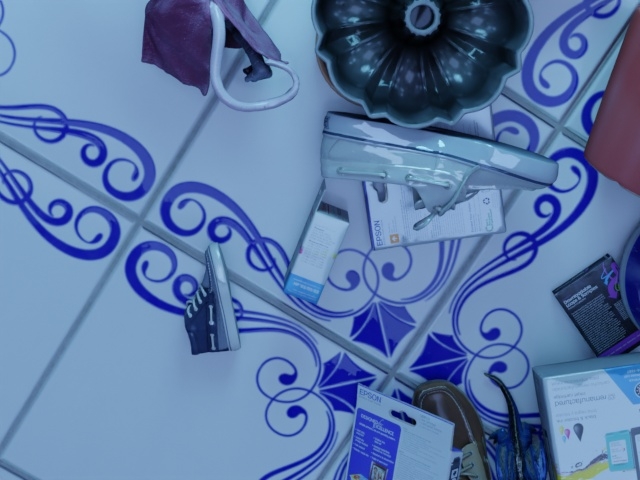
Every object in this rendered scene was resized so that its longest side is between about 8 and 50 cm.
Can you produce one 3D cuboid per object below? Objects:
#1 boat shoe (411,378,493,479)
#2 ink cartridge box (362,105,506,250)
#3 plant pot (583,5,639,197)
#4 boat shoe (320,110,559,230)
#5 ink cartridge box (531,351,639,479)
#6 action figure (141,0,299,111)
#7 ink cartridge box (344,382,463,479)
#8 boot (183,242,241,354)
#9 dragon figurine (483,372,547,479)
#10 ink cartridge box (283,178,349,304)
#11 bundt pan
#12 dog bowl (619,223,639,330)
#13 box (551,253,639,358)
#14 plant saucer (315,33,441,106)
[{"bbox_3d":[0.238,0.390,1.919,0.123,0.116,0.324,-19,103,4],"label":"boat shoe"},{"bbox_3d":[0.178,-0.106,1.840,0.224,0.045,0.223,-8,102,2],"label":"ink cartridge box"},{"bbox_3d":[0.546,-0.189,1.731,0.275,0.275,0.243,25,111,-6],"label":"plant pot"},{"bbox_3d":[0.174,-0.092,1.751,0.367,0.136,0.156,11,102,2],"label":"boat shoe"},{"bbox_3d":[0.462,0.329,1.808,0.198,0.197,0.270,-9,88,6],"label":"ink cartridge box"},{"bbox_3d":[-0.191,-0.388,1.649,0.248,0.275,0.370,-17,131,-14],"label":"action figure"},{"bbox_3d":[0.138,0.361,1.888,0.206,0.045,0.208,19,110,38],"label":"ink cartridge box"},{"bbox_3d":[-0.189,0.101,1.872,0.086,0.069,0.190,-10,105,-1],"label":"boot"},{"bbox_3d":[0.332,0.370,1.898,0.085,0.144,0.289,-6,97,3],"label":"dragon figurine"},{"bbox_3d":[0.000,0.000,1.833,0.061,0.104,0.181,21,102,-5],"label":"ink cartridge box"},{"bbox_3d":[0.149,-0.338,1.709,0.331,0.124,0.331,0,102,0],"label":"bundt pan"},{"bbox_3d":[0.629,0.063,1.839,0.265,0.104,0.265,-1,99,-7],"label":"dog bowl"},{"bbox_3d":[0.481,0.118,1.904,0.116,0.029,0.162,-35,102,6],"label":"box"},{"bbox_3d":[0.091,-0.310,1.797,0.200,0.037,0.200,0,103,0],"label":"plant saucer"}]
